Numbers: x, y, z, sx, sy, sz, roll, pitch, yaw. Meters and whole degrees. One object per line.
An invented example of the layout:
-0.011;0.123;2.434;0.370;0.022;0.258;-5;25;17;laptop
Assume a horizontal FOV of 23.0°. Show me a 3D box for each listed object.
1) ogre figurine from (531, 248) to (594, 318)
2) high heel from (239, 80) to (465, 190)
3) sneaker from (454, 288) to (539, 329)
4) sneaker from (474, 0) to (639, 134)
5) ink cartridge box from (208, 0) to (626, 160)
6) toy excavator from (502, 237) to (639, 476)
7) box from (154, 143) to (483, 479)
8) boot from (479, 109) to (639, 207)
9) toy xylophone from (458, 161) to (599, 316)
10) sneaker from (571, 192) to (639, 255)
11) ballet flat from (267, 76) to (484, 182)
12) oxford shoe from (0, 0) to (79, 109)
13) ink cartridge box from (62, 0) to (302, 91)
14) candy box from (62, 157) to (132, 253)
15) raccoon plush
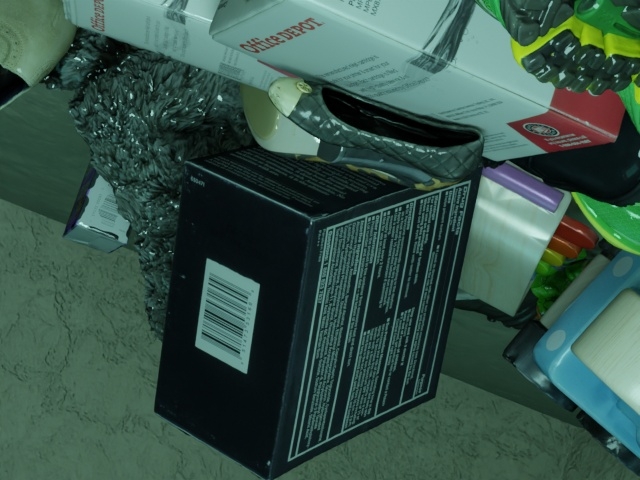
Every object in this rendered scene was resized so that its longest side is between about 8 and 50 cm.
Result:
0.333;0.054;2.066;0.118;0.096;0.197;-12;169;36;ogre figurine
0.034;-0.119;1.608;0.186;0.093;0.261;7;-160;-33;high heel
0.219;0.075;2.333;0.147;0.104;0.296;31;161;-34;sneaker
0.204;-0.164;1.038;0.344;0.134;0.146;19;-150;-51;sneaker
0.078;-0.165;1.193;0.273;0.114;0.197;21;171;-19;ink cartridge box
0.363;0.137;1.628;0.433;0.222;0.445;40;-176;-27;toy excavator
-0.003;0.051;1.665;0.183;0.296;0.294;26;-153;33;box
0.179;-0.103;1.413;0.207;0.094;0.246;17;177;-16;boot
0.181;-0.012;1.849;0.236;0.081;0.322;30;164;1;toy xylophone
0.386;-0.028;1.519;0.296;0.109;0.123;24;137;15;sneaker
0.044;-0.094;1.215;0.173;0.057;0.049;19;132;-7;ballet flat
-0.391;-0.191;1.616;0.140;0.146;0.397;35;151;-30;oxford shoe
-0.105;-0.210;1.353;0.218;0.092;0.158;17;171;-5;ink cartridge box
-0.255;-0.091;2.000;0.070;0.196;0.165;21;170;-13;candy box
-0.242;-0.064;1.815;0.447;0.299;0.216;19;171;-4;raccoon plush
